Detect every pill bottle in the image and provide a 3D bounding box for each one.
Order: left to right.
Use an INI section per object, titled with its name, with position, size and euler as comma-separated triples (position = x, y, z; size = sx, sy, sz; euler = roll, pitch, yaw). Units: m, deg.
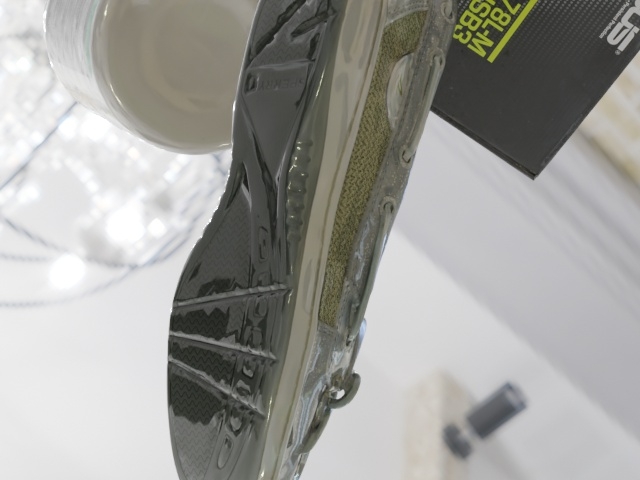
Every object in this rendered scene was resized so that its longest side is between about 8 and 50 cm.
[pill bottle]
position = -0.163, -0.207, 1.695
size = 0.204, 0.204, 0.361
euler = 39, 177, -22

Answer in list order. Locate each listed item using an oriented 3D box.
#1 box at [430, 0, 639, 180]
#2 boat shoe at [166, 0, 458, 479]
[box]
position = 0.113, -0.157, 1.068
size = 0.184, 0.191, 0.045
euler = 36, -141, -1
[boat shoe]
position = -0.001, -0.001, 0.924
size = 0.103, 0.118, 0.320
euler = 14, -94, -34
